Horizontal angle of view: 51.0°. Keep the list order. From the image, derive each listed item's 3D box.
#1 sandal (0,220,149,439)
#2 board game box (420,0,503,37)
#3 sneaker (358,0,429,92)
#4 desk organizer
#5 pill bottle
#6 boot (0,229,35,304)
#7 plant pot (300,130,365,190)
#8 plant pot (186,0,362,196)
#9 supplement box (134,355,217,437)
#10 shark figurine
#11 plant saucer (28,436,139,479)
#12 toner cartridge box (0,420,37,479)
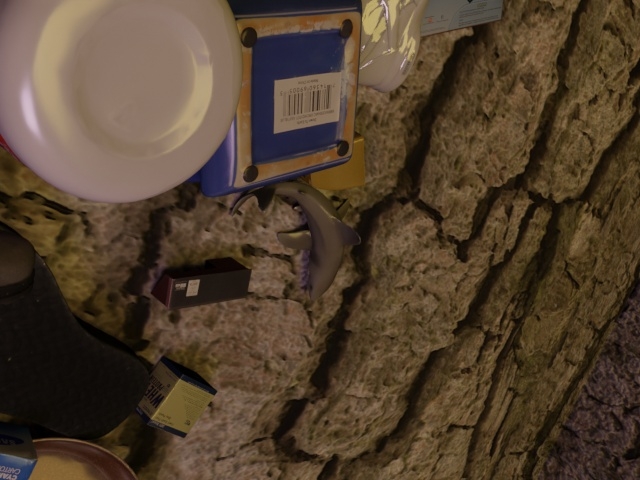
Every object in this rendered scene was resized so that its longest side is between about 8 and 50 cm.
[{"bbox_3d":[-0.347,0.108,0.752,0.167,0.107,0.445,-46,150,-18],"label":"sandal"},{"bbox_3d":[0.200,-0.404,1.057,0.281,0.027,0.145,-23,127,-35],"label":"board game box"},{"bbox_3d":[0.084,-0.350,0.889,0.152,0.114,0.305,2,115,-29],"label":"sneaker"},{"bbox_3d":[-0.164,0.057,0.929,0.130,0.050,0.047,-6,115,-44],"label":"desk organizer"},{"bbox_3d":[-0.220,-0.161,0.543,0.181,0.323,0.181,-23,126,-36],"label":"pill bottle"},{"bbox_3d":[-0.340,-0.078,0.463,0.338,0.118,0.222,15,95,-45],"label":"boot"},{"bbox_3d":[0.009,-0.119,0.988,0.083,0.081,0.081,-20,126,-22],"label":"plant pot"},{"bbox_3d":[-0.086,-0.182,0.753,0.236,0.212,0.236,-19,123,-38],"label":"plant pot"},{"bbox_3d":[-0.212,0.227,0.970,0.083,0.056,0.083,-55,139,-7],"label":"supplement box"},{"bbox_3d":[0.001,-0.026,1.006,0.166,0.116,0.278,-52,140,-13],"label":"shark figurine"},{"bbox_3d":[-0.371,0.391,0.840,0.311,0.050,0.310,-6,100,-37],"label":"plant saucer"},{"bbox_3d":[-0.477,0.228,0.640,0.348,0.075,0.165,28,92,-37],"label":"toner cartridge box"}]
